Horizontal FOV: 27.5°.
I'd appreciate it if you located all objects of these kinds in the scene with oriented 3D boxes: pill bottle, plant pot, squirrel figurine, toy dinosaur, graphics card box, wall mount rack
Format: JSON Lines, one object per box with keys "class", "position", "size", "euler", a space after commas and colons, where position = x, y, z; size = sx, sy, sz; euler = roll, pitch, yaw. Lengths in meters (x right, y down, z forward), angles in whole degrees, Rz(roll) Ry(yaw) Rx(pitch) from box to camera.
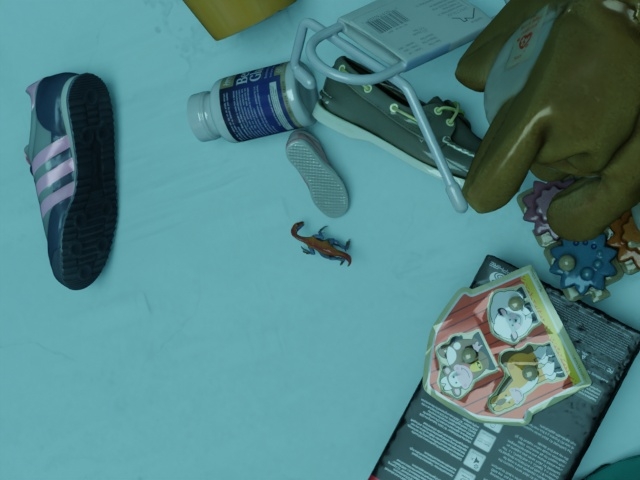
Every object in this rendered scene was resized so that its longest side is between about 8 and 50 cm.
{"class": "pill bottle", "position": [-0.095, -0.187, 1.814], "size": [0.169, 0.094, 0.094], "euler": [-11, 92, 20]}
{"class": "plant pot", "position": [-0.127, -0.381, 1.762], "size": [0.205, 0.205, 0.188], "euler": [-23, 104, 21]}
{"class": "squirrel figurine", "position": [0.394, -0.155, 1.452], "size": [0.370, 0.281, 0.397], "euler": [28, 119, -18]}
{"class": "toy dinosaur", "position": [0.000, 0.000, 1.819], "size": [0.082, 0.090, 0.047], "euler": [21, 87, -15]}
{"class": "graphics card box", "position": [0.235, 0.231, 1.701], "size": [0.233, 0.094, 0.371], "euler": [27, 91, 15]}
{"class": "wall mount rack", "position": [0.143, -0.201, 1.630], "size": [0.304, 0.350, 0.130], "euler": [39, 138, 25]}

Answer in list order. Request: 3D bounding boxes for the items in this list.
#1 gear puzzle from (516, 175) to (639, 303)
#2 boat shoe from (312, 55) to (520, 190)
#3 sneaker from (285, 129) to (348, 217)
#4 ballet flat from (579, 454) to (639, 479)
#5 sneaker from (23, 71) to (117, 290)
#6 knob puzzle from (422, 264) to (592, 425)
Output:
{"class": "gear puzzle", "position": [0.427, -0.060, 1.632], "size": [0.339, 0.044, 0.175], "euler": [-26, 73, 8]}
{"class": "boat shoe", "position": [0.134, -0.151, 1.728], "size": [0.305, 0.109, 0.091], "euler": [26, 109, 19]}
{"class": "sneaker", "position": [-0.004, -0.098, 1.821], "size": [0.051, 0.070, 0.134], "euler": [-29, 115, 12]}
{"class": "ballet flat", "position": [0.363, 0.355, 1.731], "size": [0.241, 0.091, 0.077], "euler": [-30, 116, 25]}
{"class": "sneaker", "position": [-0.379, -0.089, 1.937], "size": [0.131, 0.112, 0.319], "euler": [7, 96, 36]}
{"class": "knob puzzle", "position": [0.217, 0.146, 1.653], "size": [0.213, 0.030, 0.213], "euler": [-2, 82, 13]}
